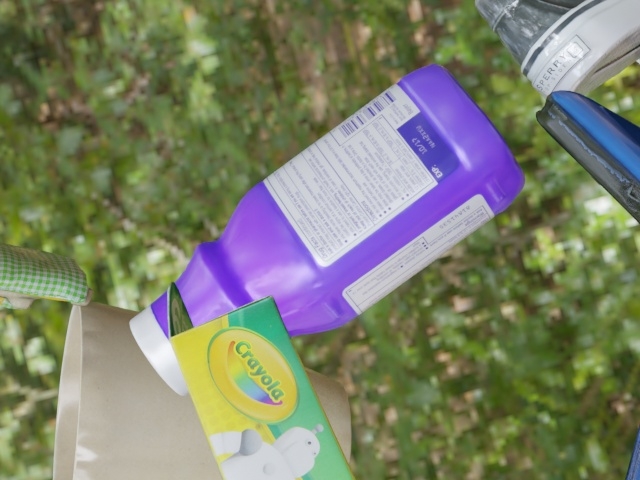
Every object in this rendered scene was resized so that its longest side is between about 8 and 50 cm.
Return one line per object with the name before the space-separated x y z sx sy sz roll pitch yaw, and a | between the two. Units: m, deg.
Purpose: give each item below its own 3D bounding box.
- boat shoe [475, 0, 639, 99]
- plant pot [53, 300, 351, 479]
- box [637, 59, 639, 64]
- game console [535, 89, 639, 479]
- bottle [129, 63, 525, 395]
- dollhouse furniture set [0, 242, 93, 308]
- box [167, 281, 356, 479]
boat shoe | 0.243 -0.213 1.208 0.119 0.335 0.121 50 132 9
plant pot | -0.116 0.193 1.556 0.256 0.274 0.257 -176 90 -77
box | 0.437 -0.209 1.463 0.293 0.295 0.073 43 148 2
game console | 0.223 0.089 0.825 0.293 0.173 0.250 25 -161 -36
bottle | 0.000 0.000 1.082 0.118 0.283 0.092 55 -177 42
dollhouse furniture set | -0.327 -0.027 1.297 0.301 0.197 0.151 -6 78 58
box | -0.004 0.101 0.533 0.105 0.043 0.179 78 166 -59
